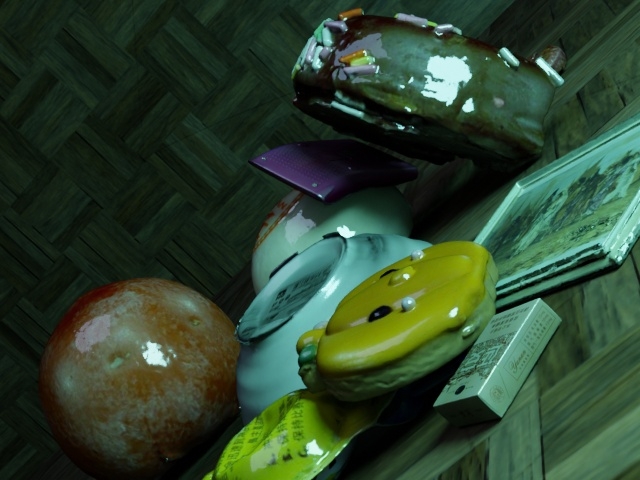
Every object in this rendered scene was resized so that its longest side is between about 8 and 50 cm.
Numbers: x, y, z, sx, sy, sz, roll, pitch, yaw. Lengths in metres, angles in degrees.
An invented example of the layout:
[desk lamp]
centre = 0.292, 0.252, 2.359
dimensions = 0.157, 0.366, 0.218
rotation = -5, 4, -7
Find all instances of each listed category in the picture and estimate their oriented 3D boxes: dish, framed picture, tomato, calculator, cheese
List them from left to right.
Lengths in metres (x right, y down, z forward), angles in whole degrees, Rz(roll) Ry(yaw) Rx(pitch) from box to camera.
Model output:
[tomato]
centre = -0.227, 0.167, 1.245
dimensions = 0.265, 0.265, 0.265
rotation = -45, 7, 7
[dish]
centre = -0.006, 0.069, 0.956
dimensions = 0.260, 0.085, 0.260
rotation = -40, 18, 15
[cheese]
centre = 0.004, 0.142, 0.741
dimensions = 0.250, 0.064, 0.156
rotation = -34, 11, 16
[calculator]
centre = 0.020, -0.091, 1.182
dimensions = 0.190, 0.127, 0.034
rotation = -17, -56, -45
[framed picture]
centre = 0.187, -0.023, 0.779
dimensions = 0.217, 0.017, 0.274
rotation = -50, 7, -30

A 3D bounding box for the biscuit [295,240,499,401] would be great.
[biscuit]
centre = 0.051, 0.052, 0.725
dimensions = 0.170, 0.050, 0.170
rotation = -29, 13, 8

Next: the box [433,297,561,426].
[box]
centre = 0.112, 0.077, 0.621
dimensions = 0.083, 0.024, 0.053
rotation = -48, 7, -30

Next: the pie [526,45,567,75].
[pie]
centre = 0.261, -0.199, 1.284
dimensions = 0.154, 0.036, 0.154
rotation = -45, 8, 8

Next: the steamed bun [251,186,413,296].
[steamed bun]
centre = 0.000, 0.000, 1.249
dimensions = 0.232, 0.145, 0.232
rotation = -45, 7, 7

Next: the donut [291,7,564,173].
[donut]
centre = 0.099, -0.171, 1.123
dimensions = 0.345, 0.259, 0.136
rotation = -154, 84, -84
